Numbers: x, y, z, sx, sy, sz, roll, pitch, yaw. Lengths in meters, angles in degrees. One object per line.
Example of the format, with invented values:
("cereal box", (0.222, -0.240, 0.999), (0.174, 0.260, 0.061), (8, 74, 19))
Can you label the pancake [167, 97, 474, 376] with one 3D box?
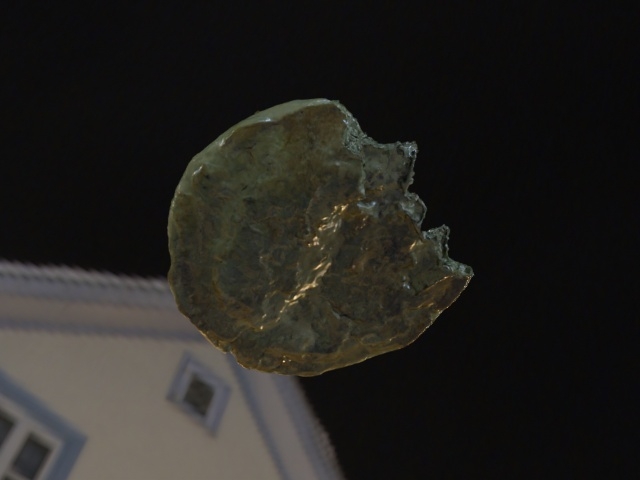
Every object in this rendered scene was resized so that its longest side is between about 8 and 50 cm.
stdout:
("pancake", (-0.005, 0.004, 0.717), (0.116, 0.022, 0.129), (-25, -59, 3))
